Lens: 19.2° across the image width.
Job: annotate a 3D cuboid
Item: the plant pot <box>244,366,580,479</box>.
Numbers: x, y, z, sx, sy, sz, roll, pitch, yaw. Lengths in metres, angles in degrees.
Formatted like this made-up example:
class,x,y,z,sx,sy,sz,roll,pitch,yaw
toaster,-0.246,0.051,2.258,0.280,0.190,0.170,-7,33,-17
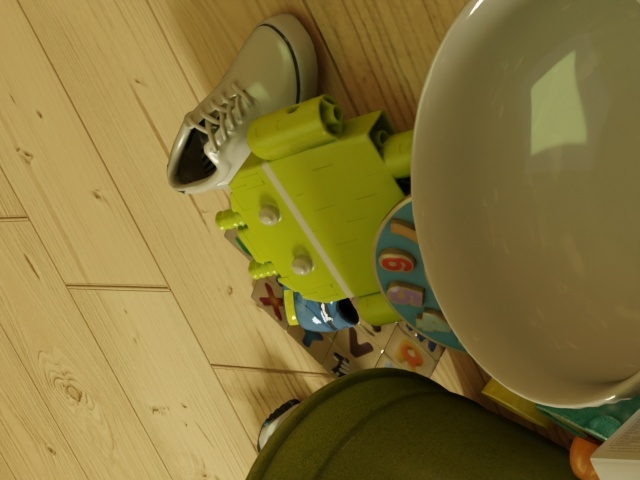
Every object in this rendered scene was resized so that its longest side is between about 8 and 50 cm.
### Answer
class,x,y,z,sx,sy,sz,roll,pitch,yaw
plant pot,0.159,0.326,1.741,0.353,0.366,0.366,10,129,48

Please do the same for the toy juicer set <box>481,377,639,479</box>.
class,x,y,z,sx,sy,sz,roll,pitch,yaw
toy juicer set,0.275,0.183,1.603,0.209,0.089,0.329,31,175,-15

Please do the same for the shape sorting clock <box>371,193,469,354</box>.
class,x,y,z,sx,sy,sz,roll,pitch,yaw
shape sorting clock,0.146,0.030,1.706,0.206,0.040,0.206,7,131,8

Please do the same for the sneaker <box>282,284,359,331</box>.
class,x,y,z,sx,sy,sz,roll,pitch,yaw
sneaker,0.000,0.000,1.902,0.082,0.069,0.209,4,123,18

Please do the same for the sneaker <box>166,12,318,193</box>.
class,x,y,z,sx,sy,sz,roll,pitch,yaw
sneaker,-0.079,-0.120,1.850,0.094,0.091,0.258,51,144,16

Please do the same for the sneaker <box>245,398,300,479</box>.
class,x,y,z,sx,sy,sz,roll,pitch,yaw
sneaker,-0.034,0.278,2.222,0.081,0.080,0.211,40,148,24

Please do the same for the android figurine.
class,x,y,z,sx,sy,sz,roll,pitch,yaw
android figurine,0.022,-0.025,1.779,0.273,0.056,0.248,-14,120,35

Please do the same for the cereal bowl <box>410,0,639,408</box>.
class,x,y,z,sx,sy,sz,roll,pitch,yaw
cereal bowl,0.223,-0.046,1.445,0.339,0.141,0.339,11,104,55

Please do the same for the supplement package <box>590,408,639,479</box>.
class,x,y,z,sx,sy,sz,roll,pitch,yaw
supplement package,0.381,0.166,1.388,0.198,0.262,0.199,-7,116,55

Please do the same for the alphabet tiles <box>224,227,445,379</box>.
class,x,y,z,sx,sy,sz,roll,pitch,yaw
alphabet tiles,0.020,0.028,1.964,0.285,0.011,0.342,44,148,14
